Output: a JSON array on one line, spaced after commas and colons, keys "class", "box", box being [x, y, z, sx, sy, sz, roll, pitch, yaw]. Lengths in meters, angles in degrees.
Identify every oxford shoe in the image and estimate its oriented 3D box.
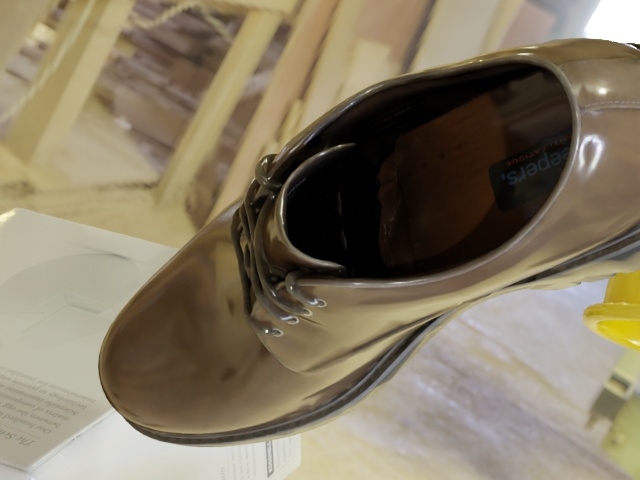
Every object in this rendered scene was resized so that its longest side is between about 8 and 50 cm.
[{"class": "oxford shoe", "box": [0.000, 0.000, 0.420, 0.096, 0.227, 0.082, 6, 59, -50]}]

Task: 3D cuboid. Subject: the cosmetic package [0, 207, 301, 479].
[{"class": "cosmetic package", "box": [-0.165, 0.102, 0.824, 0.224, 0.138, 0.225, 14, 29, 31]}]

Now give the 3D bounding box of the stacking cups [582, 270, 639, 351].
[{"class": "stacking cups", "box": [0.179, -0.108, 0.565, 0.096, 0.316, 0.096, 12, -11, 2]}]
